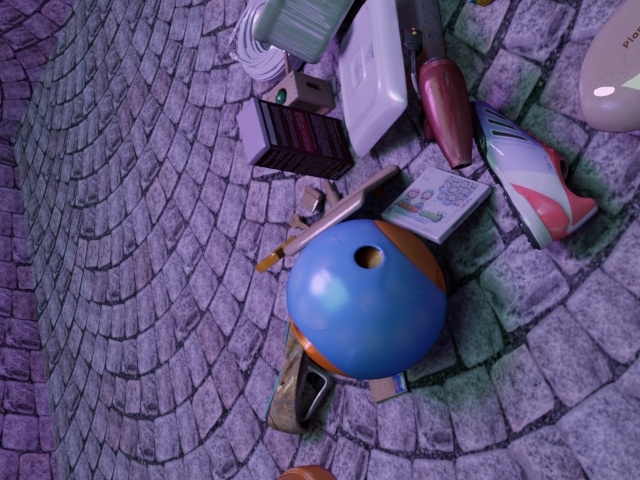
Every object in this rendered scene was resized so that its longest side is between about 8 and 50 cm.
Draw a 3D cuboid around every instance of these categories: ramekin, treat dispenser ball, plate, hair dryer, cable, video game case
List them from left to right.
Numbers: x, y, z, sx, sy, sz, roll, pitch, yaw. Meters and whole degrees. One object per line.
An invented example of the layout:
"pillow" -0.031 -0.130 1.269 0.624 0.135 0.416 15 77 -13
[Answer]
"cable" -0.110 -0.517 1.835 0.257 0.089 0.257 -58 45 26
"ramekin" -0.004 -0.522 1.559 0.303 0.148 0.303 -59 7 12
"treat dispenser ball" 0.082 0.105 1.331 0.288 0.288 0.288 -11 75 50
"plate" 0.091 -0.336 1.461 0.278 0.045 0.277 138 129 -69
"video game case" 0.209 -0.068 1.352 0.143 0.019 0.157 -44 38 -15
"hair dryer" 0.218 -0.228 1.306 0.080 0.223 0.293 -15 40 6

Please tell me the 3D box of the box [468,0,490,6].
"box" 0.329 -0.505 1.307 0.179 0.043 0.105 -25 65 55

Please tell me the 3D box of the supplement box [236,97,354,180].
"supplement box" -0.052 -0.214 1.589 0.073 0.240 0.130 -41 54 41

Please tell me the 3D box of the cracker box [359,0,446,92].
"cracker box" 0.165 -0.420 1.494 0.156 0.067 0.232 -23 68 47

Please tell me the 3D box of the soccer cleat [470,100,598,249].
"soccer cleat" 0.338 -0.129 1.224 0.116 0.108 0.318 -28 50 13

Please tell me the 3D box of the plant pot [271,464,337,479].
"plant pot" -0.078 0.577 1.529 0.205 0.188 0.205 -11 75 49

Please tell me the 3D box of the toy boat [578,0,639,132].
"toy boat" 0.503 -0.215 1.004 0.267 0.148 0.318 -49 42 28

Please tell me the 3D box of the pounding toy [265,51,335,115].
"pounding toy" -0.055 -0.339 1.692 0.130 0.141 0.100 -33 59 43

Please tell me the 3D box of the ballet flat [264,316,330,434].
"ballet flat" -0.025 0.256 1.593 0.123 0.123 0.348 25 104 50

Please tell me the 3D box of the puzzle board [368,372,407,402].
"puzzle board" 0.128 0.249 1.472 0.096 0.011 0.128 -32 61 43

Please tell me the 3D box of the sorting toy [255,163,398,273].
"sorting toy" 0.015 -0.033 1.492 0.307 0.229 0.041 -35 94 30

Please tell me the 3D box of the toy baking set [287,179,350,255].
"toy baking set" 0.003 -0.005 1.659 0.196 0.030 0.256 -53 47 35
